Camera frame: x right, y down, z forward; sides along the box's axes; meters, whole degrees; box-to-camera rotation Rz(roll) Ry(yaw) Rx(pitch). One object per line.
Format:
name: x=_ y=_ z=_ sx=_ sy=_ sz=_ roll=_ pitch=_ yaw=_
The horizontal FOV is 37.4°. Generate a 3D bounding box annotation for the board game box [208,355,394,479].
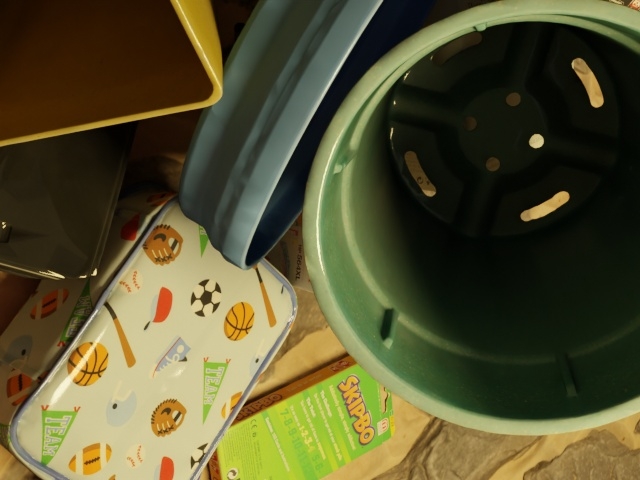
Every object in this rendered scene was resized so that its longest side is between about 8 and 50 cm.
board game box: x=-0.016 y=0.224 z=1.108 sx=0.259 sy=0.039 sz=0.124 roll=-19 pitch=113 yaw=-34

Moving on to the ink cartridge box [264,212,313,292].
ink cartridge box: x=0.000 y=0.000 z=0.994 sx=0.090 sy=0.143 sz=0.092 roll=-2 pitch=101 yaw=-41

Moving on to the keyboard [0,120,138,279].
keyboard: x=-0.247 y=-0.133 z=0.790 sx=0.201 sy=0.033 sz=0.317 roll=19 pitch=76 yaw=-30

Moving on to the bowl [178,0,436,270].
bowl: x=0.011 y=-0.157 z=0.787 sx=0.077 sy=0.391 sz=0.391 roll=32 pitch=74 yaw=3

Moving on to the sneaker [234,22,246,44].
sneaker: x=-0.012 y=-0.225 z=0.983 sx=0.188 sy=0.067 sz=0.078 roll=-29 pitch=124 yaw=-30

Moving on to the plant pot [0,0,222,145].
plant pot: x=-0.187 y=-0.210 z=0.620 sx=0.212 sy=0.212 sz=0.187 roll=66 pitch=20 yaw=-46

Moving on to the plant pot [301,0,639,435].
plant pot: x=0.175 y=-0.061 z=0.843 sx=0.334 sy=0.341 sz=0.341 roll=-71 pitch=155 yaw=-69

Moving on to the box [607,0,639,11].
box: x=0.259 y=-0.326 z=1.002 sx=0.293 sy=0.295 sz=0.073 roll=11 pitch=131 yaw=-43

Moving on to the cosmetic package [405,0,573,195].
cosmetic package: x=0.184 y=-0.193 z=1.107 sx=0.224 sy=0.138 sz=0.224 roll=-25 pitch=114 yaw=-40

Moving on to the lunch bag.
lunch bag: x=-0.166 y=0.116 z=0.900 sx=0.303 sy=0.115 sz=0.243 roll=-56 pitch=132 yaw=-18
